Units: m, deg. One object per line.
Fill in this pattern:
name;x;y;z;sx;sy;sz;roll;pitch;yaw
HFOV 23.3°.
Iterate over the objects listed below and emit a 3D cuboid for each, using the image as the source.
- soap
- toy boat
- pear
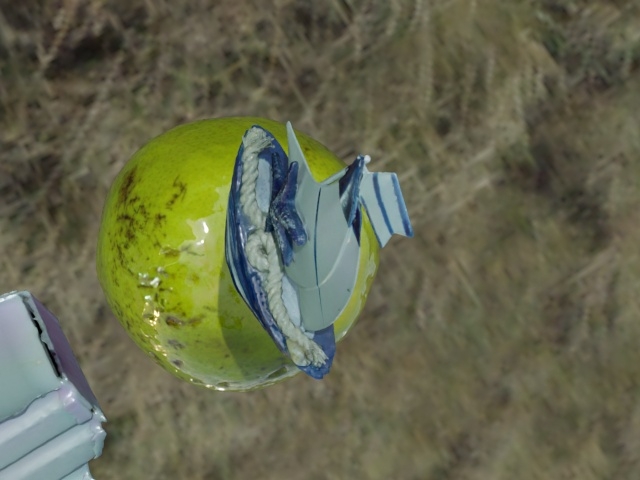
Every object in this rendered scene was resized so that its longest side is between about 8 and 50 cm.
soap;-0.440;0.253;1.662;0.446;0.156;0.261;-32;141;3
toy boat;-0.014;-0.023;1.285;0.070;0.210;0.292;-15;153;-25
pear;-0.114;0.016;2.016;0.391;0.391;0.391;-25;156;-12
